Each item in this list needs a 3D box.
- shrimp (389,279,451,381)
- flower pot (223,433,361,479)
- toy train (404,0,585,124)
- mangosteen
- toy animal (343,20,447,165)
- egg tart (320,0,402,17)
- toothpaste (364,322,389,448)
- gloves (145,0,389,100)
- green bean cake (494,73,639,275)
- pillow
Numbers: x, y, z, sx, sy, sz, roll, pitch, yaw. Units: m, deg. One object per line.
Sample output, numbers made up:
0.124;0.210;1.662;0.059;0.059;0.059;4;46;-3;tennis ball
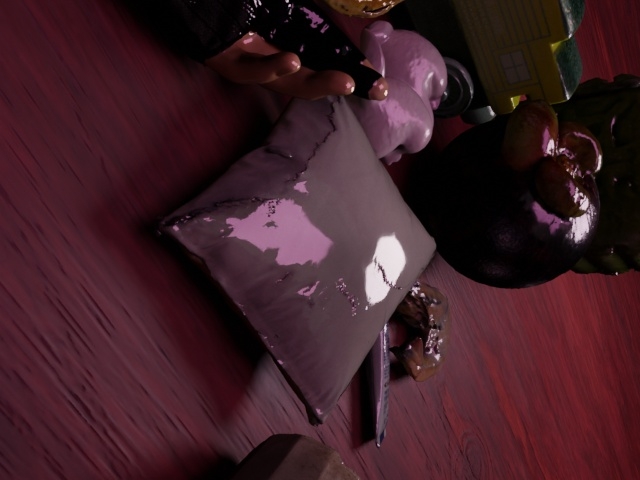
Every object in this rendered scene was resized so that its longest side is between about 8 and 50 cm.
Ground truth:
0.140;0.133;1.007;0.254;0.059;0.145;26;72;-62;shrimp
-0.049;0.309;0.653;0.202;0.212;0.212;-38;117;-59;flower pot
0.231;-0.373;1.008;0.442;0.272;0.179;59;41;-31;toy train
0.300;-0.065;1.058;0.288;0.288;0.288;7;82;-53;mangosteen
0.084;-0.204;0.916;0.193;0.127;0.178;-45;120;-43;toy animal
0.082;-0.390;0.791;0.290;0.290;0.115;-4;59;-53;egg tart
0.079;0.174;0.951;0.062;0.037;0.216;-9;96;-70;toothpaste
-0.044;-0.244;0.702;0.301;0.152;0.197;36;90;-17;gloves
0.469;-0.103;1.245;0.218;0.335;0.319;22;66;-51;green bean cake
0.000;0.000;0.783;0.310;0.119;0.312;54;54;-23;pillow
